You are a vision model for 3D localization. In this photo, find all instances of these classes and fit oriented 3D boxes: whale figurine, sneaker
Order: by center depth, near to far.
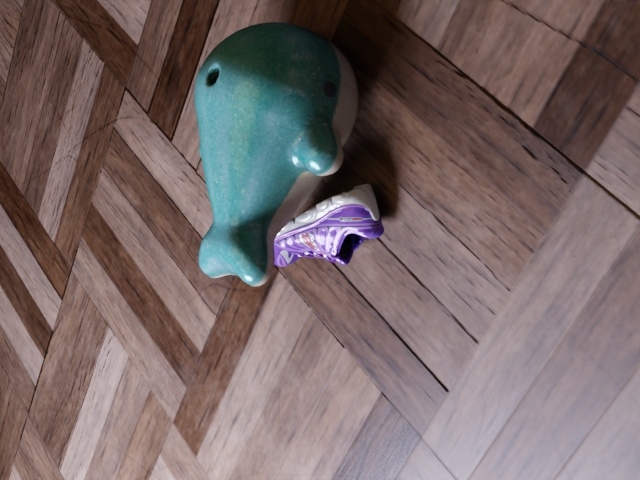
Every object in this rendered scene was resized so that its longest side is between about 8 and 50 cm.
[{"bbox_3d":[-0.072,-0.095,0.983,0.216,0.141,0.271,10,80,48],"label":"whale figurine"},{"bbox_3d":[0.000,0.000,1.023,0.170,0.068,0.071,-28,84,48],"label":"sneaker"}]
